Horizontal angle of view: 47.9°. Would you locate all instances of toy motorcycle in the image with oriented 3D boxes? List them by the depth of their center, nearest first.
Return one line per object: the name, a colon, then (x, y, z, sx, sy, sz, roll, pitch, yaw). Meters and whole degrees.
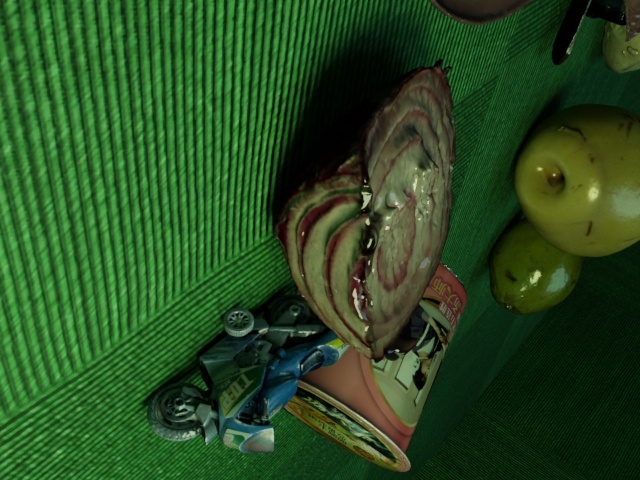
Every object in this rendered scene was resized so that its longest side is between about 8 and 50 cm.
toy motorcycle: (-0.062, 0.149, 0.797, 0.254, 0.135, 0.092, -38, 151, -36)

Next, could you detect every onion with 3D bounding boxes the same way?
onion: (0.058, -0.045, 0.794, 0.280, 0.146, 0.315, -54, 145, -42)

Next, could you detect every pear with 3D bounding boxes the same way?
pear: (0.530, -0.119, 1.424, 0.309, 0.309, 0.309, -43, 154, -28)
pear: (0.510, 0.055, 1.710, 0.269, 0.212, 0.212, -54, 157, -19)

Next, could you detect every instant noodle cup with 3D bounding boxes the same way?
instant noodle cup: (0.074, 0.142, 0.974, 0.255, 0.243, 0.244, -55, 158, -23)

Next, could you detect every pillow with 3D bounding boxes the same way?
pillow: (0.503, -0.398, 1.106, 0.118, 0.043, 0.185, -39, 145, 0)

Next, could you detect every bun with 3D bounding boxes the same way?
bun: (0.689, -0.435, 1.446, 0.259, 0.259, 0.160, -15, 97, -57)

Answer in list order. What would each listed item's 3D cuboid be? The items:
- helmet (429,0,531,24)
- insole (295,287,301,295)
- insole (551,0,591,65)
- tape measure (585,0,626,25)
helmet: (0.104, -0.329, 0.433, 0.270, 0.197, 0.338, -29, 153, -33)
insole: (0.000, 0.000, 0.892, 0.065, 0.006, 0.194, -32, 147, -45)
insole: (0.435, -0.431, 1.110, 0.119, 0.009, 0.349, -81, -174, -51)
tape measure: (0.524, -0.452, 1.209, 0.186, 0.112, 0.199, -54, 156, -1)
